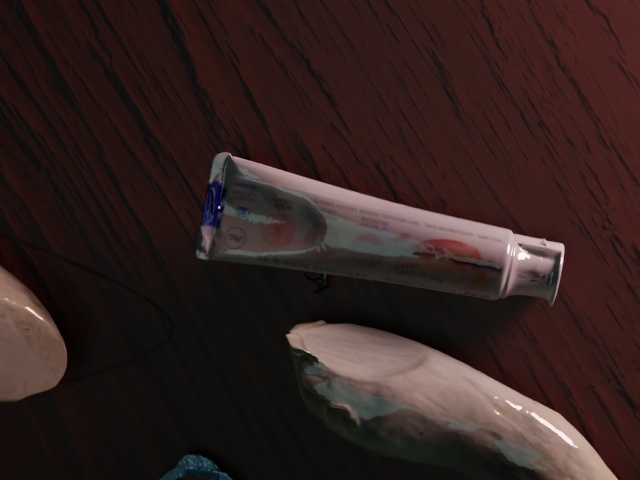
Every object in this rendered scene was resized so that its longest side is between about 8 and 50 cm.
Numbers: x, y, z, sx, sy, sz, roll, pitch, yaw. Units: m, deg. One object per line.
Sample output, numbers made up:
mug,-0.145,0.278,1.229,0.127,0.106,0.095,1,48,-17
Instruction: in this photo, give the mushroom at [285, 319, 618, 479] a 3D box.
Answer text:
mushroom,0.125,0.170,1.297,0.351,0.097,0.109,24,101,5

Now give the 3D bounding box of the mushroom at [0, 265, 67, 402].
mushroom,-0.391,0.031,1.370,0.350,0.128,0.128,40,102,8

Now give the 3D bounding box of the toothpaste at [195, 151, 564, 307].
toothpaste,0.053,0.000,1.289,0.323,0.066,0.100,12,96,3

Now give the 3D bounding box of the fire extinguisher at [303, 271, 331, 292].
fire extinguisher,0.002,0.001,1.325,0.032,0.046,0.100,20,96,50

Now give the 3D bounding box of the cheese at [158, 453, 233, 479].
cheese,-0.121,0.331,1.393,0.106,0.037,0.256,5,97,12
